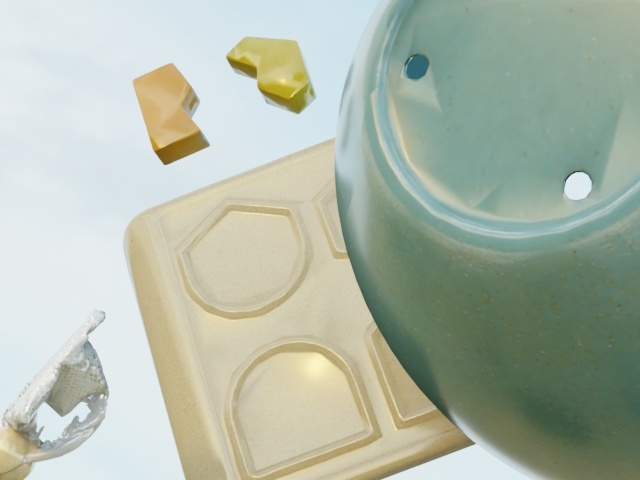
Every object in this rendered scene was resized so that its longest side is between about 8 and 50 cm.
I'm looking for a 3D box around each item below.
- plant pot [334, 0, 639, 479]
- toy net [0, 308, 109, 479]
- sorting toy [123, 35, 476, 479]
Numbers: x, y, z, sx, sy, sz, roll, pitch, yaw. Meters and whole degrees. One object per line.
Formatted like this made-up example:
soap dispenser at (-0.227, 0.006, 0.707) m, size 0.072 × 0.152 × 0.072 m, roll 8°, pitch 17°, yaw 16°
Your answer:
plant pot at (0.119, -0.038, 0.556) m, size 0.290 × 0.290 × 0.195 m, roll 7°, pitch -9°, yaw 31°
toy net at (-0.167, 0.131, 0.674) m, size 0.045 × 0.232 × 0.122 m, roll 40°, pitch 4°, yaw -7°
sorting toy at (0.000, 0.000, 0.792) m, size 0.229 × 0.307 × 0.041 m, roll -23°, pitch -32°, yaw 5°
